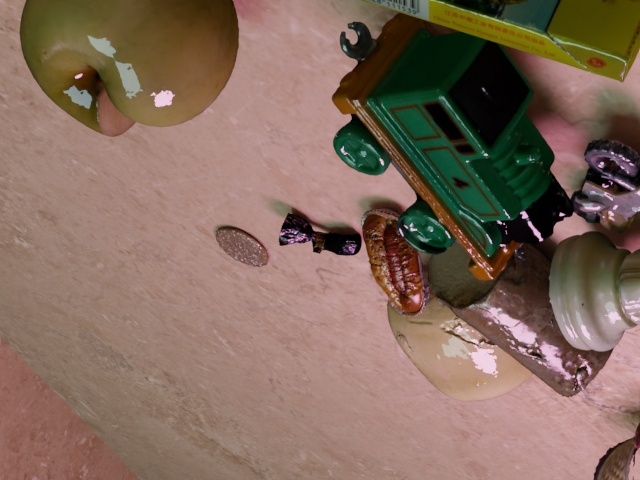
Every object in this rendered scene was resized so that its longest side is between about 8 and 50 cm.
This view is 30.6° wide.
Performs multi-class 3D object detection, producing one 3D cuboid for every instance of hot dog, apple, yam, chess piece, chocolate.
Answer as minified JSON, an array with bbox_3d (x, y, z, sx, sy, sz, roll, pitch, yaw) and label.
[{"bbox_3d":[0.124,0.036,1.928,0.099,0.053,0.192,-13,96,47],"label":"hot dog"},{"bbox_3d":[-0.256,-0.285,1.605,0.291,0.254,0.292,20,150,12],"label":"apple"},{"bbox_3d":[0.319,0.101,1.821,0.304,0.168,0.168,37,152,-17],"label":"yam"},{"bbox_3d":[0.476,0.060,1.586,0.298,0.176,0.176,-7,137,38],"label":"chess piece"},{"bbox_3d":[0.000,0.000,2.067,0.147,0.070,0.072,22,180,15],"label":"chocolate"}]

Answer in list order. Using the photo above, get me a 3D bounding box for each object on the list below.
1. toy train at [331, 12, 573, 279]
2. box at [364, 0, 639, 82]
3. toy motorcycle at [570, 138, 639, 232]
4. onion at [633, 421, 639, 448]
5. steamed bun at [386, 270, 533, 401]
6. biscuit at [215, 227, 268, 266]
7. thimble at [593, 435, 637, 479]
[{"bbox_3d":[0.186,-0.124,1.522,0.429,0.178,0.249,49,153,-25],"label":"toy train"},{"bbox_3d":[0.191,-0.295,1.233,0.334,0.187,0.047,21,155,16],"label":"box"},{"bbox_3d":[0.400,-0.061,1.547,0.129,0.094,0.229,18,162,11],"label":"toy motorcycle"},{"bbox_3d":[0.591,0.239,1.693,0.272,0.256,0.230,-2,149,16],"label":"onion"},{"bbox_3d":[0.233,0.167,2.015,0.273,0.166,0.232,-4,140,47],"label":"steamed bun"},{"bbox_3d":[-0.153,0.014,2.285,0.120,0.015,0.120,23,152,13],"label":"biscuit"},{"bbox_3d":[0.619,0.441,2.018,0.270,0.271,0.150,27,152,3],"label":"thimble"}]
